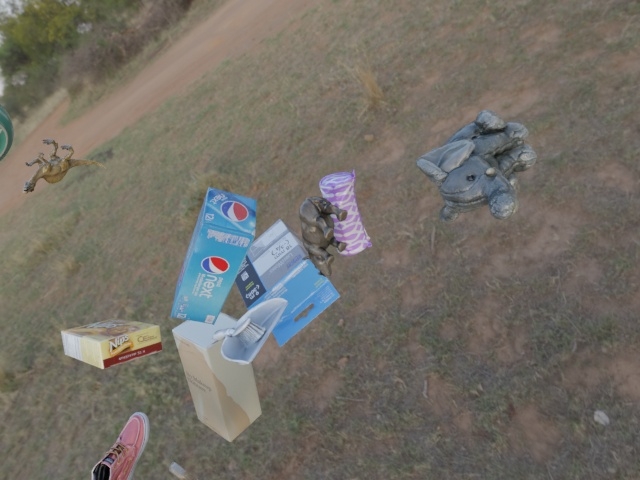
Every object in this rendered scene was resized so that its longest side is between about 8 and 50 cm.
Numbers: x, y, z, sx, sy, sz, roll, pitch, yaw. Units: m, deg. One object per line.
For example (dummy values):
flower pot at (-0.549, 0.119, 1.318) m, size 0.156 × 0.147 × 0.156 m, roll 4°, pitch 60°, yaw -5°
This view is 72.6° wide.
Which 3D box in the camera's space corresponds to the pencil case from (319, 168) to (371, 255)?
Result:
pencil case at (0.061, -0.061, 1.035) m, size 0.088 × 0.206 × 0.086 m, roll -9°, pitch 31°, yaw 15°

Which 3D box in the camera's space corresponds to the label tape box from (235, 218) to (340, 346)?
label tape box at (-0.125, 0.118, 1.345) m, size 0.241 × 0.106 × 0.333 m, roll -41°, pitch 44°, yaw 3°

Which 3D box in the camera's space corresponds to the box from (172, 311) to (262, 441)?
box at (-0.262, 0.345, 1.132) m, size 0.148 × 0.311 × 0.121 m, roll 14°, pitch 32°, yaw 37°

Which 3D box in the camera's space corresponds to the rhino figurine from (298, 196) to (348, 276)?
rhino figurine at (0.000, 0.000, 0.959) m, size 0.073 × 0.243 × 0.106 m, roll -36°, pitch 59°, yaw -26°

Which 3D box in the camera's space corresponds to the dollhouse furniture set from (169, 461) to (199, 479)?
dollhouse furniture set at (-0.292, 0.557, 0.682) m, size 0.394 × 0.256 × 0.362 m, roll -15°, pitch 28°, yaw 50°

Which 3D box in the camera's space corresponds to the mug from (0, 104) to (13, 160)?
mug at (-0.526, -0.169, 0.626) m, size 0.097 × 0.157 × 0.129 m, roll 29°, pitch 60°, yaw 10°

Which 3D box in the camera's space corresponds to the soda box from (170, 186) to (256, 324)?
soda box at (-0.152, 0.030, 0.607) m, size 0.071 × 0.067 × 0.210 m, roll -95°, pitch 28°, yaw -43°

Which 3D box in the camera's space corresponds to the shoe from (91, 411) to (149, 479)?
shoe at (-0.450, 0.482, 0.982) m, size 0.064 × 0.081 × 0.177 m, roll 12°, pitch 76°, yaw 17°

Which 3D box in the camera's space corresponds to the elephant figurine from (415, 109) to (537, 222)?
elephant figurine at (0.243, -0.106, 0.729) m, size 0.239 × 0.169 × 0.186 m, roll -44°, pitch -11°, yaw -34°

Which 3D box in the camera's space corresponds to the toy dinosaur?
toy dinosaur at (-0.543, -0.162, 0.908) m, size 0.053 × 0.092 × 0.183 m, roll 33°, pitch 42°, yaw 15°

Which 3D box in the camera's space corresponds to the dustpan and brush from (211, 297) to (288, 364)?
dustpan and brush at (-0.161, 0.184, 0.862) m, size 0.211 × 0.060 × 0.147 m, roll -38°, pitch 16°, yaw 52°

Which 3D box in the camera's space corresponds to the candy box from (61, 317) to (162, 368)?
candy box at (-0.665, 0.317, 1.382) m, size 0.317 × 0.183 × 0.087 m, roll -4°, pitch 93°, yaw 42°
